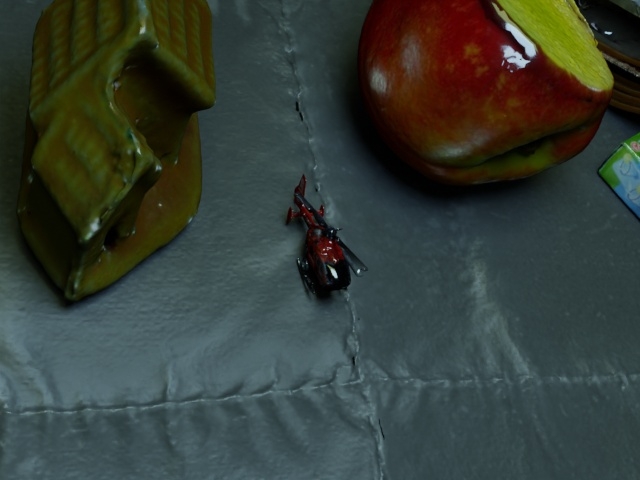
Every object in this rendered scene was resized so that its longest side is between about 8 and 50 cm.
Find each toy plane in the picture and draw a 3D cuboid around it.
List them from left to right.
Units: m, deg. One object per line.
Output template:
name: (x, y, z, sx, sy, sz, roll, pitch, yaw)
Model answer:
toy plane: (0.000, 0.000, 0.985, 0.037, 0.060, 0.145, -6, 45, -24)

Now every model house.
model house: (-0.160, -0.114, 0.884, 0.173, 0.239, 0.268, 3, 56, -20)

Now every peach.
peach: (0.155, -0.196, 1.062, 0.245, 0.248, 0.275, -19, 67, 13)

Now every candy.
candy: (0.415, -0.040, 1.170, 0.097, 0.062, 0.194, -28, 71, -32)

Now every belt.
belt: (0.364, -0.265, 1.220, 0.105, 0.184, 0.261, -31, 58, -35)
